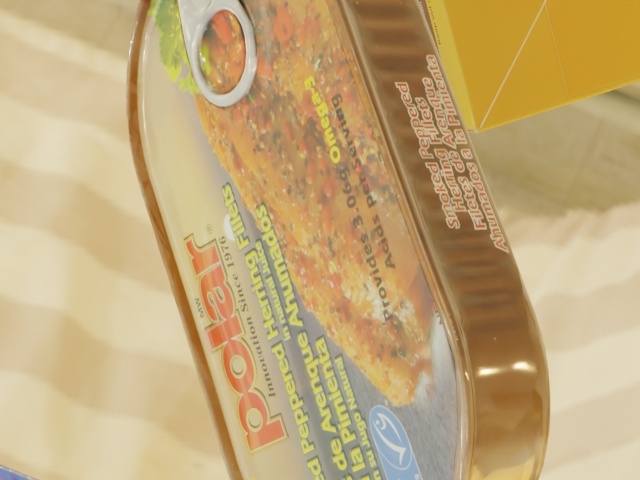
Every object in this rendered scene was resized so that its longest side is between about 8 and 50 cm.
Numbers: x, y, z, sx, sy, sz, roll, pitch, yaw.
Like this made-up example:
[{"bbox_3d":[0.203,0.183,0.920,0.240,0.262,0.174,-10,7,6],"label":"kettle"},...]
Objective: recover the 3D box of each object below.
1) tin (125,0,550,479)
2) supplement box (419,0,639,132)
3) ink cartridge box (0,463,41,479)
[{"bbox_3d":[0.000,0.000,0.459,0.040,0.106,0.190,-3,68,-41],"label":"tin"},{"bbox_3d":[0.072,-0.164,0.808,0.129,0.191,0.194,-18,10,-13],"label":"supplement box"},{"bbox_3d":[-0.158,0.338,1.518,0.303,0.307,0.072,20,60,13],"label":"ink cartridge box"}]
